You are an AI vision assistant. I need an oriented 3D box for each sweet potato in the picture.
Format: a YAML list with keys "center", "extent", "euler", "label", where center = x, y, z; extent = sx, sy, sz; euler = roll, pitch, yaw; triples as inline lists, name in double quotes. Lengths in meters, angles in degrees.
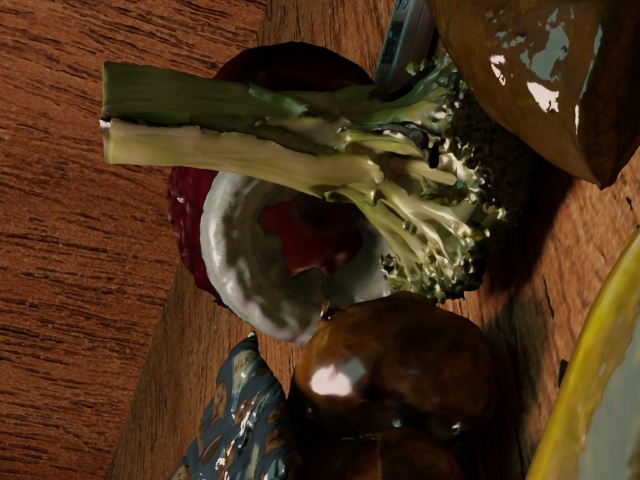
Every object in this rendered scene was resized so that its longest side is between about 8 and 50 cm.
- center: [0.150, -0.163, 1.200]
  extent: [0.369, 0.158, 0.158]
  euler: [-126, 51, -59]
  label: "sweet potato"

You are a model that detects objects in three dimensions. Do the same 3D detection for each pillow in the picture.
- center: [-0.074, 0.195, 1.362]
  extent: [0.189, 0.034, 0.255]
  euler: [-63, 18, 13]
  label: "pillow"

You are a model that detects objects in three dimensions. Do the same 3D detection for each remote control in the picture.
- center: [0.109, -0.265, 1.876]
  extent: [0.087, 0.047, 0.244]
  euler: [-153, 78, -75]
  label: "remote control"

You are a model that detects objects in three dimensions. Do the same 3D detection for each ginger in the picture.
- center: [0.020, 0.187, 1.420]
  extent: [0.418, 0.176, 0.254]
  euler: [128, 161, -55]
  label: "ginger"

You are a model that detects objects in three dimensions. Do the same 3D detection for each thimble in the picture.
- center: [0.000, 0.000, 1.650]
  extent: [0.150, 0.237, 0.237]
  euler: [-145, 70, -81]
  label: "thimble"

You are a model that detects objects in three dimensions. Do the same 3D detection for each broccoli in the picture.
- center: [0.001, -0.071, 1.413]
  extent: [0.252, 0.361, 0.221]
  euler: [30, -115, -68]
  label: "broccoli"

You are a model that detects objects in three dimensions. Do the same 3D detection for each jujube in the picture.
- center: [-0.041, -0.061, 1.891]
  extent: [0.376, 0.258, 0.258]
  euler: [110, 171, -65]
  label: "jujube"

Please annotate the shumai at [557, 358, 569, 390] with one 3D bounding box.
- center: [0.179, 0.084, 1.015]
  extent: [0.082, 0.080, 0.083]
  euler: [120, 163, -46]
  label: "shumai"

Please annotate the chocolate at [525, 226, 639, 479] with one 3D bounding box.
- center: [0.174, 0.102, 0.832]
  extent: [0.162, 0.162, 0.445]
  euler: [-150, 77, -78]
  label: "chocolate"
